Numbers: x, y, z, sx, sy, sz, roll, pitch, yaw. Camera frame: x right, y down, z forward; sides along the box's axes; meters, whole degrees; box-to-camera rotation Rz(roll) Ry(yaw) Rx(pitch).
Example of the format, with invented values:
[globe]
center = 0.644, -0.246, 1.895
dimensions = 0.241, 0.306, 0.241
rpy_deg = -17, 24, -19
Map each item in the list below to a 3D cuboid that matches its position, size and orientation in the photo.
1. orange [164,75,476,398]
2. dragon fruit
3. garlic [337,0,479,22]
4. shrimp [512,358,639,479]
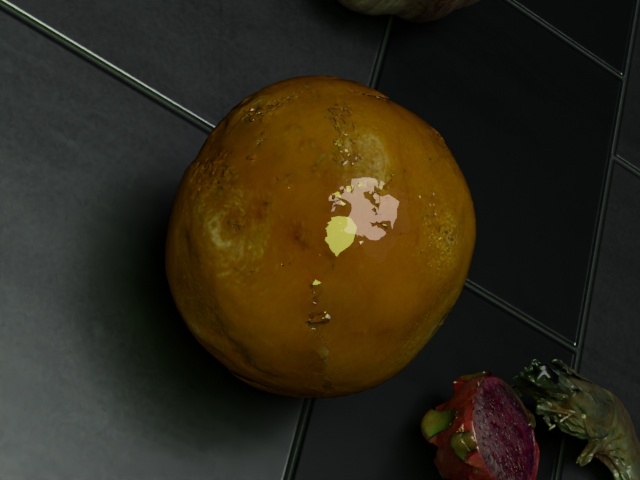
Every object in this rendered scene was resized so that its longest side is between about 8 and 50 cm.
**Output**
[orange]
center = 0.000, 0.000, 1.344
dimensions = 0.240, 0.240, 0.240
rpy_deg = 16, 60, -30
[dragon fruit]
center = 0.128, 0.165, 1.472
dimensions = 0.112, 0.068, 0.126
rpy_deg = 59, 33, -20
[garlic]
center = 0.086, -0.313, 1.606
dimensions = 0.245, 0.160, 0.244
rpy_deg = 9, 73, -31
[shrimp]
center = 0.219, 0.182, 1.511
dimensions = 0.219, 0.046, 0.152
rpy_deg = 40, 45, -45
